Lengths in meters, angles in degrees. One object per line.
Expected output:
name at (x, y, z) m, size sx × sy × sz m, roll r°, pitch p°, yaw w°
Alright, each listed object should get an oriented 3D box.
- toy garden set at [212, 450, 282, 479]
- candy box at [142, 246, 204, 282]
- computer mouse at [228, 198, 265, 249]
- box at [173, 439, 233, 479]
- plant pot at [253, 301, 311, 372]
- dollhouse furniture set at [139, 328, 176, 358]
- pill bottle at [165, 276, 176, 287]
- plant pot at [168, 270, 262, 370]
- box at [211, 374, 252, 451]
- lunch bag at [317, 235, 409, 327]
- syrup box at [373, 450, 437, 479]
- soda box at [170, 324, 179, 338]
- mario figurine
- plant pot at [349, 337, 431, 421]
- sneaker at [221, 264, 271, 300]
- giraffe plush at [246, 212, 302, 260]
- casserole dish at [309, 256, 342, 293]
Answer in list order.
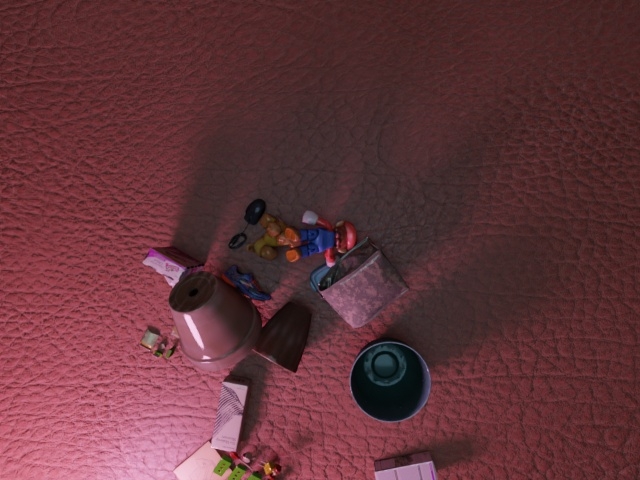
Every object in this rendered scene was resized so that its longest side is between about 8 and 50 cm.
toy garden set at (-0.282, 0.916, 1.903) m, size 0.244 × 0.049 × 0.204 m, roll 30°, pitch 120°, yaw -4°
candy box at (-0.568, 0.090, 1.856) m, size 0.159 × 0.233 × 0.071 m, roll 29°, pitch 92°, yaw 2°
computer mouse at (-0.303, -0.065, 1.936) m, size 0.071 × 0.041 × 0.242 m, roll 32°, pitch 93°, yaw 1°
box at (-0.487, 0.956, 1.968) m, size 0.201 × 0.021 × 0.164 m, roll -39°, pitch 89°, yaw 3°
plant pot at (-0.136, 0.366, 1.866) m, size 0.215 × 0.215 × 0.231 m, roll 28°, pitch 78°, yaw 2°
dollhouse furniture set at (-0.678, 0.434, 1.953) m, size 0.151 × 0.058 × 0.076 m, roll 28°, pitch 92°, yaw 2°
pill bottle at (-0.614, 0.155, 1.954) m, size 0.043 × 0.043 × 0.083 m, roll -29°, pitch 89°, yaw 3°
plant pot at (-0.416, 0.273, 1.758) m, size 0.322 × 0.323 × 0.281 m, roll -19°, pitch 134°, yaw 3°
box at (-0.360, 0.699, 1.921) m, size 0.113 × 0.094 × 0.276 m, roll 9°, pitch 91°, yaw 2°
lunch bag at (0.153, 0.172, 1.820) m, size 0.287 × 0.169 × 0.235 m, roll -40°, pitch 116°, yaw 2°
syrup box at (0.337, 0.923, 1.887) m, size 0.236 × 0.093 × 0.097 m, roll -12°, pitch 90°, yaw 3°
soda box at (-0.514, 0.394, 1.942) m, size 0.181 × 0.061 × 0.058 m, roll 26°, pitch 91°, yaw 2°
mario figurine at (0.000, 0.000, 1.835) m, size 0.170 × 0.320 × 0.198 m, roll 51°, pitch 133°, yaw 35°
plant pot at (0.256, 0.506, 1.816) m, size 0.292 × 0.235 × 0.293 m, roll 0°, pitch 91°, yaw 3°
sneaker at (-0.293, 0.175, 1.922) m, size 0.221 × 0.083 × 0.087 m, roll 32°, pitch 84°, yaw -1°
giraffe plush at (-0.197, 0.002, 1.866) m, size 0.181 × 0.210 × 0.171 m, roll 36°, pitch 98°, yaw -22°
casserole dish at (0.043, 0.145, 1.923) m, size 0.188 × 0.037 × 0.114 m, roll -30°, pitch 89°, yaw 4°
